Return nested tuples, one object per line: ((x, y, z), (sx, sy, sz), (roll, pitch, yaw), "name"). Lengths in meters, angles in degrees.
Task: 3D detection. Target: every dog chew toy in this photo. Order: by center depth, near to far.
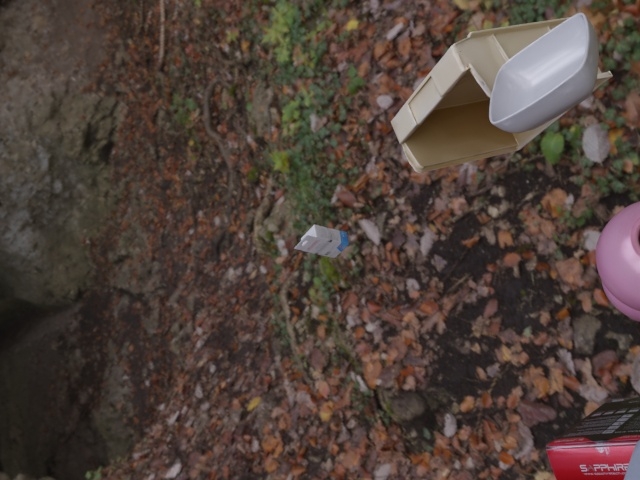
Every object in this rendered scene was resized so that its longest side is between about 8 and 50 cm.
((0.619, 0.060, 1.158), (0.206, 0.332, 0.207), (-9, 64, 18), "dog chew toy")

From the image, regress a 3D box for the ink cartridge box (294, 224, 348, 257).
((0.000, 0.000, 1.074), (0.048, 0.083, 0.028), (-45, 42, 43), "ink cartridge box")

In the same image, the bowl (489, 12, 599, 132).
((0.286, -0.200, 0.784), (0.142, 0.053, 0.142), (-32, 28, 45), "bowl")

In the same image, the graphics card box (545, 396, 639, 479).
((0.679, 0.421, 1.346), (0.232, 0.371, 0.094), (-22, 80, 43), "graphics card box")

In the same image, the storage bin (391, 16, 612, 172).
((0.295, -0.243, 1.082), (0.123, 0.260, 0.262), (70, 158, 12), "storage bin")

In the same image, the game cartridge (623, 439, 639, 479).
((0.209, 0.279, 0.359), (0.062, 0.297, 0.198), (-2, 27, 37), "game cartridge")
